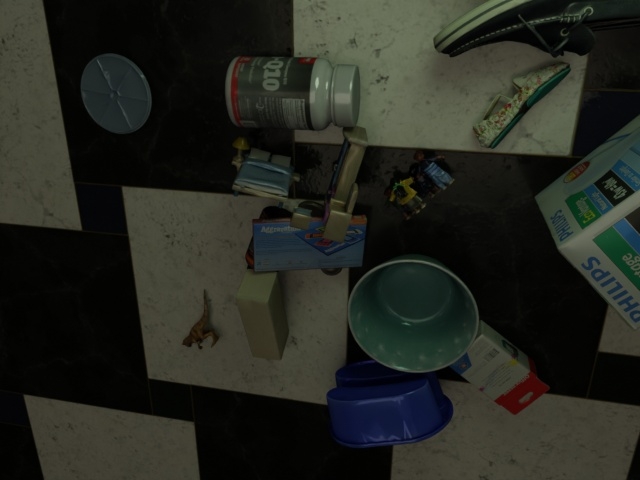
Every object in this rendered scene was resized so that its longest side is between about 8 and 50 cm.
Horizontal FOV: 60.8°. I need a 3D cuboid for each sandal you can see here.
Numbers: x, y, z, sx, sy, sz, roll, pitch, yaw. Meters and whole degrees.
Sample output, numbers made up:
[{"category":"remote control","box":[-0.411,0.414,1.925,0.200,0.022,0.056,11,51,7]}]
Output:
[{"category":"sandal","box":[0.000,0.000,1.421,0.090,0.060,0.219,-10,109,17]}]

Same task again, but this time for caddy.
[{"category":"caddy","box":[0.177,0.443,1.463,0.342,0.241,0.179,-12,104,18]}]

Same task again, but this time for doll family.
[{"category":"doll family","box":[0.227,-0.137,1.309,0.111,0.076,0.193,46,109,-3]}]

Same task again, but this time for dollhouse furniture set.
[{"category":"dollhouse furniture set","box":[-0.066,-0.175,1.242,0.304,0.286,0.198,14,115,-5]}]

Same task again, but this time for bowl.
[{"category":"bowl","box":[0.234,0.159,1.374,0.312,0.163,0.311,5,112,12]}]

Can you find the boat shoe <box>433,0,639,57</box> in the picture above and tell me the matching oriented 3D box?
[{"category":"boat shoe","box":[0.476,-0.433,1.067,0.501,0.187,0.155,-12,103,12]}]

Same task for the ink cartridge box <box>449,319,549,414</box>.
[{"category":"ink cartridge box","box":[0.466,0.336,1.437,0.231,0.078,0.134,38,116,-4]}]

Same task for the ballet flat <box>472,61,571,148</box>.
[{"category":"ballet flat","box":[0.426,-0.305,1.187,0.241,0.091,0.077,-47,73,21]}]

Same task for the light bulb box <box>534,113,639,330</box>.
[{"category":"light bulb box","box":[0.655,-0.076,1.071,0.225,0.358,0.361,45,113,-5]}]

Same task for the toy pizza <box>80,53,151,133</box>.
[{"category":"toy pizza","box":[-0.524,-0.377,1.409,0.201,0.032,0.201,5,112,13]}]

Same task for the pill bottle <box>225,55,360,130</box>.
[{"category":"pill bottle","box":[-0.058,-0.334,1.244,0.283,0.161,0.161,4,113,11]}]

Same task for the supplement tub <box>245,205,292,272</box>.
[{"category":"supplement tub","box":[-0.135,0.015,1.435,0.106,0.106,0.197,26,115,2]}]

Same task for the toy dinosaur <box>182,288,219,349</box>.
[{"category":"toy dinosaur","box":[-0.350,0.261,1.611,0.112,0.064,0.211,33,115,0]}]

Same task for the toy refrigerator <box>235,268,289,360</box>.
[{"category":"toy refrigerator","box":[-0.154,0.203,1.463,0.094,0.102,0.269,5,137,11]}]

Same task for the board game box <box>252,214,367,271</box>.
[{"category":"board game box","box":[-0.029,0.008,1.371,0.281,0.027,0.145,-2,123,-9]}]
